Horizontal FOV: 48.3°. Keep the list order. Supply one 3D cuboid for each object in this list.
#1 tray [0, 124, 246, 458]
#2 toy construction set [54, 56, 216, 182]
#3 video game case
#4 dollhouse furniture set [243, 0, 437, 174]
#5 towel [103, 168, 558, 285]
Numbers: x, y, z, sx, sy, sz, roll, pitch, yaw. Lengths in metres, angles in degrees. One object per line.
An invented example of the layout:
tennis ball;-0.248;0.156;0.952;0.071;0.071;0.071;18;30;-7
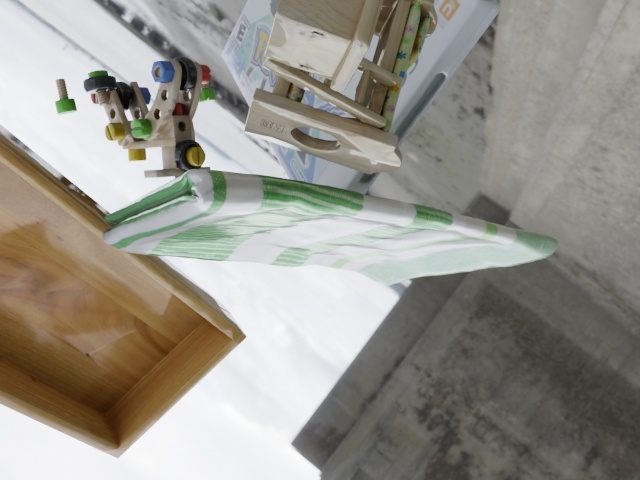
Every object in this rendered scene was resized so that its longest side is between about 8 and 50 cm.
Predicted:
tray;-0.270;0.055;0.696;0.076;0.203;0.411;45;178;46
toy construction set;-0.297;-0.205;1.373;0.309;0.258;0.237;-29;-70;-73
video game case;0.013;-0.227;0.792;0.036;0.300;0.329;3;-134;-38
dollhouse furniture set;0.036;-0.155;0.423;0.101;0.181;0.161;18;166;-8
towel;0.000;0.000;0.629;0.325;0.038;0.248;10;167;-30
